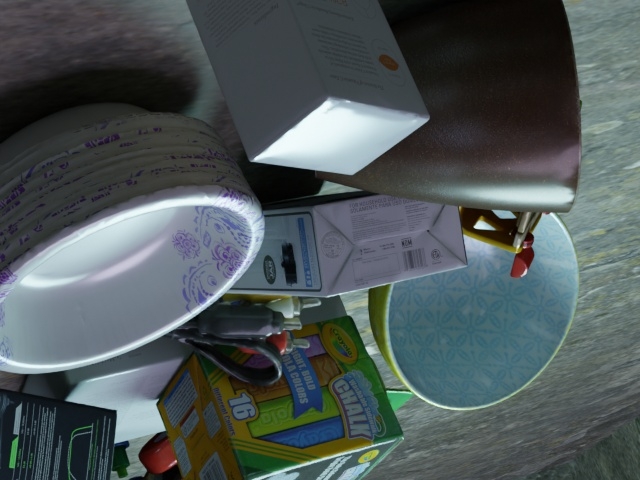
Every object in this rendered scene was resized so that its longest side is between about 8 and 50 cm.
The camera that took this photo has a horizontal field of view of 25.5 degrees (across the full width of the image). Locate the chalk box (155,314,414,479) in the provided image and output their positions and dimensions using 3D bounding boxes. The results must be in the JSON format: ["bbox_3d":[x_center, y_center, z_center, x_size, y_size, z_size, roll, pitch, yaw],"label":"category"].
[{"bbox_3d":[-0.026,0.217,1.763,0.289,0.179,0.180,-11,155,-31],"label":"chalk box"}]

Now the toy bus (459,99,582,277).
[{"bbox_3d":[0.222,-0.073,1.646,0.104,0.190,0.202,20,164,13],"label":"toy bus"}]

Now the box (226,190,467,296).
[{"bbox_3d":[0.000,0.000,1.463,0.169,0.087,0.290,-11,-176,-27],"label":"box"}]

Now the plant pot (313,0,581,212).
[{"bbox_3d":[0.104,-0.120,1.300,0.231,0.215,0.215,-6,159,-1],"label":"plant pot"}]

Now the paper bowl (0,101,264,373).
[{"bbox_3d":[-0.205,-0.013,1.271,0.284,0.148,0.284,-25,158,-11],"label":"paper bowl"}]

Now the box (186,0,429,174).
[{"bbox_3d":[-0.013,-0.150,1.109,0.091,0.170,0.130,-35,156,33],"label":"box"}]

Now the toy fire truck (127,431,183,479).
[{"bbox_3d":[-0.181,0.328,2.098,0.302,0.169,0.254,-43,-171,-37],"label":"toy fire truck"}]

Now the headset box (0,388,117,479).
[{"bbox_3d":[-0.417,0.235,1.581,0.246,0.131,0.283,-7,163,38],"label":"headset box"}]

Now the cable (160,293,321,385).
[{"bbox_3d":[-0.143,0.092,1.628,0.287,0.072,0.139,5,117,-5],"label":"cable"}]

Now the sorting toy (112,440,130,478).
[{"bbox_3d":[-0.403,0.304,1.949,0.366,0.126,0.127,1,150,-46],"label":"sorting toy"}]

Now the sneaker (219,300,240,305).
[{"bbox_3d":[-0.103,0.041,1.685,0.059,0.053,0.144,-22,161,-4],"label":"sneaker"}]

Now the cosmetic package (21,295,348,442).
[{"bbox_3d":[-0.186,0.161,1.844,0.377,0.097,0.284,-11,155,-27],"label":"cosmetic package"}]

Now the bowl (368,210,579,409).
[{"bbox_3d":[0.169,0.057,1.804,0.290,0.289,0.156,-12,-160,-25],"label":"bowl"}]
